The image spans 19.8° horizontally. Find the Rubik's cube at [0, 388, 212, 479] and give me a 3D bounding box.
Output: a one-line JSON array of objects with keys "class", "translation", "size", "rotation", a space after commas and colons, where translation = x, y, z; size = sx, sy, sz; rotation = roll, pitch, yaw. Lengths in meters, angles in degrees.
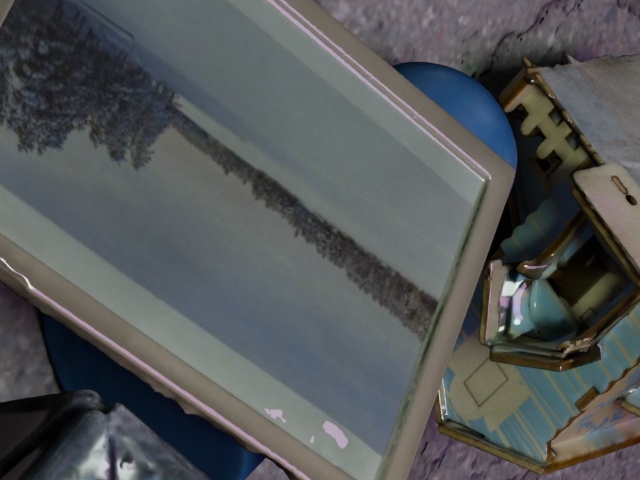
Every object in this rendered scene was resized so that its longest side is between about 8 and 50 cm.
[{"class": "Rubik's cube", "translation": [-0.111, 0.233, 0.751], "size": [0.260, 0.255, 0.259], "rotation": [41, 69, -12]}]

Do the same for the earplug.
[{"class": "earplug", "translation": [0.000, 0.000, 0.940], "size": [0.273, 0.132, 0.132], "rotation": [-39, 133, -35]}]

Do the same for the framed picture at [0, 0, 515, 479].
[{"class": "framed picture", "translation": [-0.040, -0.028, 0.826], "size": [0.289, 0.016, 0.213], "rotation": [38, 58, -26]}]

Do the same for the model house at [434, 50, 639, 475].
[{"class": "model house", "translation": [0.159, 0.047, 1.099], "size": [0.178, 0.271, 0.206], "rotation": [-14, 153, -46]}]
